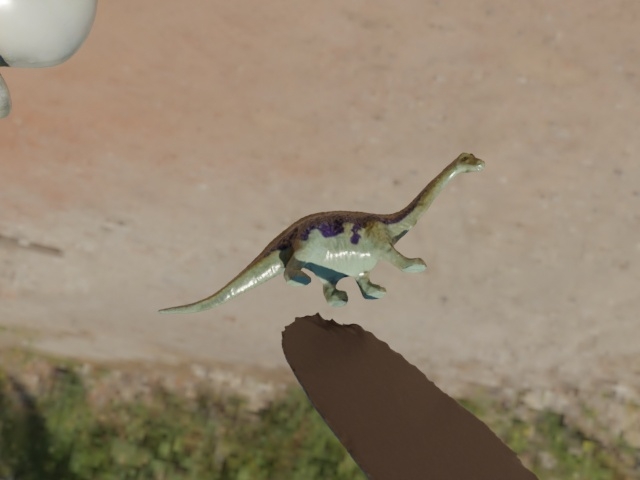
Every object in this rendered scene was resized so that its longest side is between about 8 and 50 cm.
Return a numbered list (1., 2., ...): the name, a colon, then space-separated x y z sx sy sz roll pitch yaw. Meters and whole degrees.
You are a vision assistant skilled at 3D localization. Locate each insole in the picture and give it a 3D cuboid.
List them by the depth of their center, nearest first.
1. insole: 0.103 0.145 0.632 0.328 0.007 0.111 43 -153 13

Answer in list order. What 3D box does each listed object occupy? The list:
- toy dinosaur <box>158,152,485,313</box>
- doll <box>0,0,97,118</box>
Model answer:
1. toy dinosaur: 0.006 0.010 0.739 0.180 0.058 0.037 -20 136 -6
2. doll: -0.108 -0.157 0.687 0.138 0.293 0.119 53 168 -6
